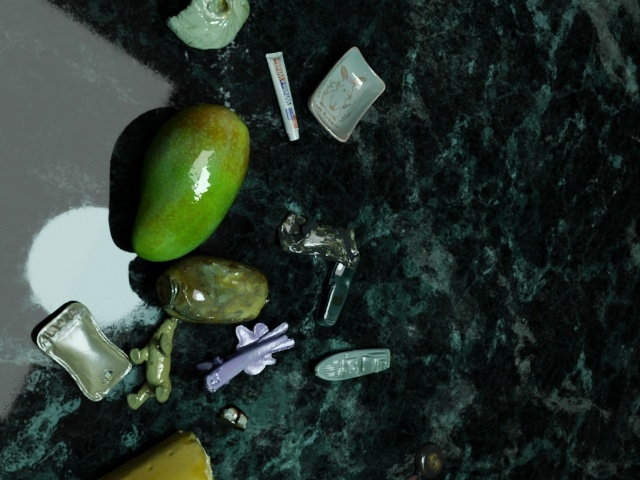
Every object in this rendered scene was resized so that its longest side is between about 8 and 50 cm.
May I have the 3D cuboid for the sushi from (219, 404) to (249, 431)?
[{"bbox_3d":[-0.217,0.446,1.811,0.083,0.044,0.046,45,49,-33],"label":"sushi"}]

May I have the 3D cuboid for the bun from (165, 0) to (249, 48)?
[{"bbox_3d":[-0.248,-0.533,1.583,0.203,0.126,0.213,-33,114,-30],"label":"bun"}]

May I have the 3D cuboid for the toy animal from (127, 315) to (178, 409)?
[{"bbox_3d":[-0.372,0.277,1.644,0.101,0.103,0.219,-9,103,-71],"label":"toy animal"}]

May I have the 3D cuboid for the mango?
[{"bbox_3d":[-0.294,-0.126,1.570,0.382,0.201,0.225,-60,147,0],"label":"mango"}]

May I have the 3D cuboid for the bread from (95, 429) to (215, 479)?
[{"bbox_3d":[-0.364,0.674,1.601,0.394,0.250,0.361,-26,111,-29],"label":"bread"}]

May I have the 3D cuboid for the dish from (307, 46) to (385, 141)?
[{"bbox_3d":[0.053,-0.376,1.852,0.151,0.077,0.212,45,71,-30],"label":"dish"}]

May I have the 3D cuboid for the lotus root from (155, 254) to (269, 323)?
[{"bbox_3d":[-0.254,0.115,1.659,0.274,0.151,0.160,10,89,-45],"label":"lotus root"}]

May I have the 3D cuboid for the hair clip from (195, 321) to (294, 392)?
[{"bbox_3d":[-0.195,0.283,1.774,0.278,0.090,0.137,-28,99,-38],"label":"hair clip"}]

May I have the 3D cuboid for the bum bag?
[{"bbox_3d":[0.000,-0.001,1.874,0.248,0.069,0.102,16,63,-30],"label":"bum bag"}]

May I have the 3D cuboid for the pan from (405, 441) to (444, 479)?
[{"bbox_3d":[0.310,0.719,2.223,0.212,0.040,0.115,-37,111,-26],"label":"pan"}]

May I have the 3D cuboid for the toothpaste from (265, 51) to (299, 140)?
[{"bbox_3d":[-0.091,-0.358,1.782,0.052,0.033,0.218,-23,105,-36],"label":"toothpaste"}]

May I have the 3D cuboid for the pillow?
[{"bbox_3d":[-0.514,0.246,1.563,0.130,0.033,0.218,-45,120,-28],"label":"pillow"}]

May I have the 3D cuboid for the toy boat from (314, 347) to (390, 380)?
[{"bbox_3d":[0.092,0.344,1.981,0.260,0.085,0.078,-2,99,-35],"label":"toy boat"}]

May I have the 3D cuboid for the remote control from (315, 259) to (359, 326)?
[{"bbox_3d":[0.046,0.128,1.942,0.072,0.042,0.222,24,83,-34],"label":"remote control"}]
